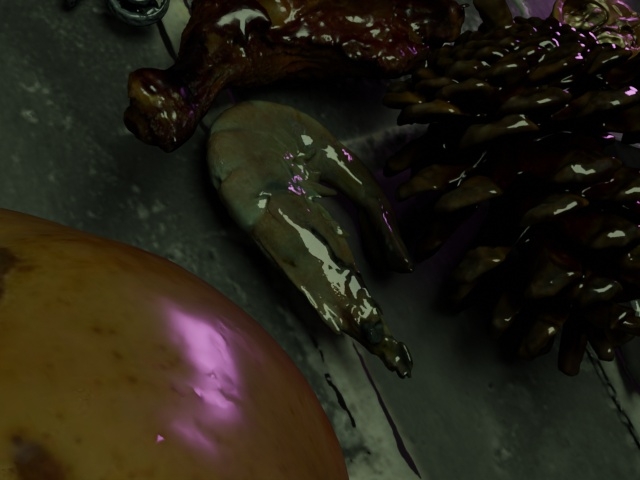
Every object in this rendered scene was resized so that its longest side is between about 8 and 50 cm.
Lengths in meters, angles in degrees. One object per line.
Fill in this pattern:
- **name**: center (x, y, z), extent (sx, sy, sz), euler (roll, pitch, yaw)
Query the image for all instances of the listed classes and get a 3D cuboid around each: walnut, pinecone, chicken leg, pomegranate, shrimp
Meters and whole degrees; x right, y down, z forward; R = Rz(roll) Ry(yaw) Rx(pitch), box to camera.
- **walnut**: center (0.264, -0.200, 1.149), extent (0.121, 0.052, 0.091), euler (-15, 70, -35)
- **pinecone**: center (0.173, -0.047, 0.921), extent (0.244, 0.244, 0.309), euler (-13, 92, -32)
- **chicken leg**: center (-0.031, -0.153, 0.922), extent (0.158, 0.096, 0.407), euler (30, 34, 25)
- **pomegranate**: center (-0.161, 0.187, 0.530), extent (0.412, 0.411, 0.411), euler (12, 59, -21)
- **shrimp**: center (0.009, -0.007, 0.910), extent (0.254, 0.059, 0.145), euler (48, 43, 10)

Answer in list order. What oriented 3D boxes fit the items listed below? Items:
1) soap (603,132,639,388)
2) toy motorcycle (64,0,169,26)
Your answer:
- **soap**: center (0.347, -0.051, 0.983), extent (0.159, 0.258, 0.302), euler (-3, 64, -27)
- **toy motorcycle**: center (-0.160, -0.267, 0.957), extent (0.124, 0.061, 0.193), euler (20, 68, -6)
